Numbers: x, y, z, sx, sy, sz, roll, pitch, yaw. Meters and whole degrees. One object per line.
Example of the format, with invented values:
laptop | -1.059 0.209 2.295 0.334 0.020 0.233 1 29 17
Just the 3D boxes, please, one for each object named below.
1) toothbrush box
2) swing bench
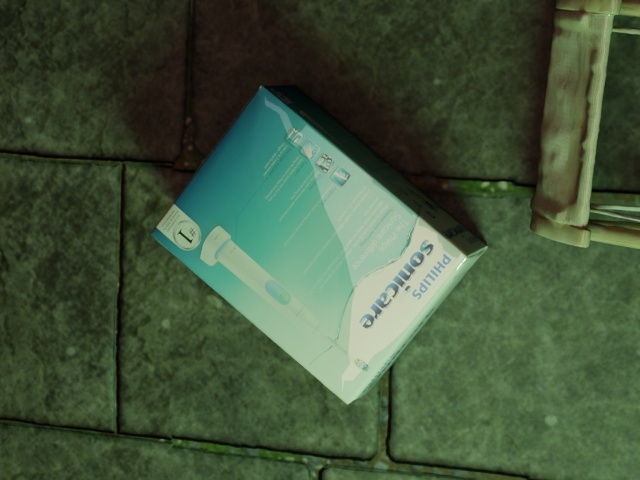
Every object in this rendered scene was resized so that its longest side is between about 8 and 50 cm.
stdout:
toothbrush box | 0.000 0.000 1.833 0.295 0.126 0.216 40 105 10
swing bench | 0.342 -0.119 1.695 0.254 0.165 0.253 7 99 17
